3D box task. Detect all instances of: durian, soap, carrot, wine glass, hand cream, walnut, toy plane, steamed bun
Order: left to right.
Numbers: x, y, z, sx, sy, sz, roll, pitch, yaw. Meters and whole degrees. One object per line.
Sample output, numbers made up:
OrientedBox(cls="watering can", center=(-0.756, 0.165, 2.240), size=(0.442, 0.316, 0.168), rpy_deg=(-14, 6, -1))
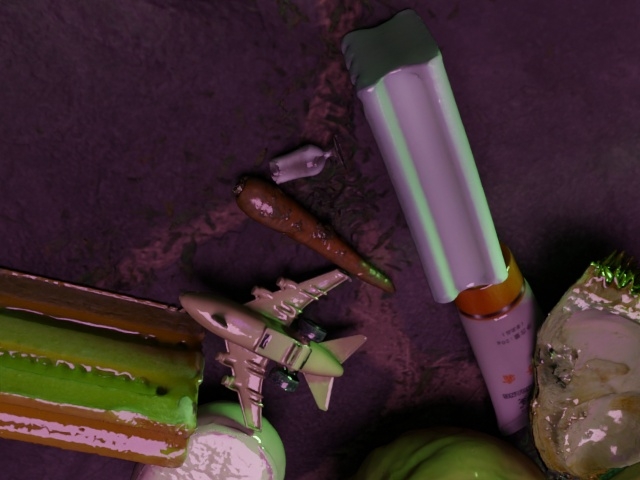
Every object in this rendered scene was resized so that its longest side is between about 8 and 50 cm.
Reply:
OrientedBox(cls="soap", center=(-0.295, 0.143, 0.951), size=(0.315, 0.199, 0.091), rpy_deg=(12, 123, -14))
OrientedBox(cls="steamed bun", center=(-0.152, 0.308, 1.103), size=(0.177, 0.130, 0.228), rpy_deg=(38, 104, -12))
OrientedBox(cls="toy plane", center=(-0.060, 0.119, 0.997), size=(0.244, 0.092, 0.229), rpy_deg=(28, 92, -32))
OrientedBox(cls="wine glass", center=(-0.014, -0.086, 0.921), size=(0.083, 0.039, 0.042), rpy_deg=(-18, 100, 8))
OrientedBox(cls="carrot", center=(0.000, 0.000, 0.977), size=(0.254, 0.049, 0.049), rpy_deg=(34, 114, -27))
OrientedBox(cls="soap", center=(0.110, -0.086, 0.863), size=(0.088, 0.159, 0.265), rpy_deg=(-21, 121, 6))
OrientedBox(cls="walnut", center=(0.176, 0.442, 1.105), size=(0.384, 0.383, 0.383), rpy_deg=(-2, 123, -4))
OrientedBox(cls="hand cream", center=(0.243, 0.136, 1.065), size=(0.140, 0.089, 0.314), rpy_deg=(-34, 128, 1))
OrientedBox(cls="durian", center=(0.369, 0.181, 1.026), size=(0.198, 0.163, 0.394), rpy_deg=(-21, 132, -24))

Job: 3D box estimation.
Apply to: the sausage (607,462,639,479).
OrientedBox(cls="sausage", center=(0.601, 0.299, 1.199), size=(0.433, 0.088, 0.088), rpy_deg=(-34, 119, 15))
